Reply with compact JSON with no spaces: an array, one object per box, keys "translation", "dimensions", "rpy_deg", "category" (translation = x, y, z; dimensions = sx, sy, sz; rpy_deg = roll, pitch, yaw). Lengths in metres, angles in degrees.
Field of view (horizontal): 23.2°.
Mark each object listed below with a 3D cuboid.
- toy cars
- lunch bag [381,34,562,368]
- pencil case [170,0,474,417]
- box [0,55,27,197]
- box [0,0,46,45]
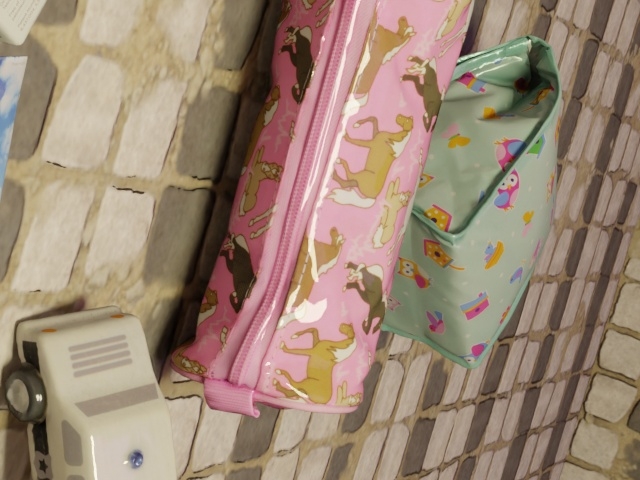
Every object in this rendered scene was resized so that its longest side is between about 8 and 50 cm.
[{"translation":[-0.176,0.226,0.968],"dimensions":[0.176,0.087,0.393],"rpy_deg":[42,63,-36],"category":"toy cars"},{"translation":[0.150,-0.049,1.522],"dimensions":[0.262,0.160,0.223],"rpy_deg":[-53,151,-27],"category":"lunch bag"},{"translation":[0.006,-0.055,1.181],"dimensions":[0.167,0.160,0.386],"rpy_deg":[11,99,-34],"category":"pencil case"},{"translation":[-0.217,-0.016,0.835],"dimensions":[0.109,0.042,0.178],"rpy_deg":[-16,121,-65],"category":"box"},{"translation":[-0.177,-0.164,0.738],"dimensions":[0.102,0.101,0.087],"rpy_deg":[-65,156,-17],"category":"box"}]
